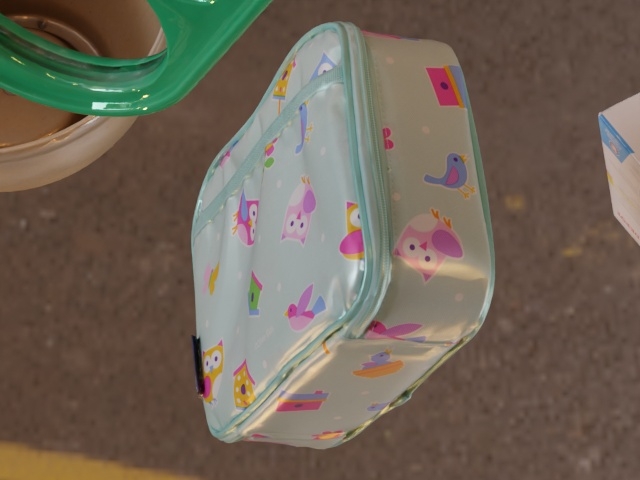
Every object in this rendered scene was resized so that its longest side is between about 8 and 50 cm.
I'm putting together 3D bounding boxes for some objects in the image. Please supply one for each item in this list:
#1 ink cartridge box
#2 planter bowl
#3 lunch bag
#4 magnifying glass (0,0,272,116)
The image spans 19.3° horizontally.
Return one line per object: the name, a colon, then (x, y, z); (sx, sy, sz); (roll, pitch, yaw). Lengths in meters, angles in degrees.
ink cartridge box: (0.284, -0.045, 1.473); (0.090, 0.092, 0.143); (-28, 142, -6)
planter bowl: (-0.143, -0.088, 0.844); (0.162, 0.162, 0.109); (0, 157, -1)
lunch bag: (0.000, 0.000, 1.220); (0.108, 0.224, 0.279); (5, 152, -26)
magnifying glass: (-0.026, -0.075, 0.479); (0.231, 0.026, 0.092); (-5, 142, 43)
